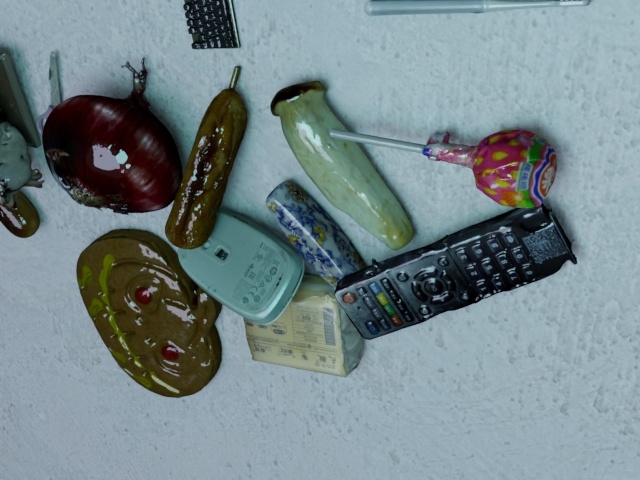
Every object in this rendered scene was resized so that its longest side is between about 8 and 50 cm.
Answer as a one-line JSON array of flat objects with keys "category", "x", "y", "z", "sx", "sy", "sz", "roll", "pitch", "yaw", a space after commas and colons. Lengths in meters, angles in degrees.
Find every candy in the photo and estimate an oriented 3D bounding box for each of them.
[{"category": "candy", "x": 0.183, "y": -0.135, "z": 1.490, "sx": 0.365, "sy": 0.124, "sz": 0.124, "roll": 12, "pitch": 123, "yaw": 21}]

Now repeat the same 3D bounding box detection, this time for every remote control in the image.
[{"category": "remote control", "x": 0.213, "y": 0.048, "z": 1.583, "sx": 0.398, "sy": 0.062, "sz": 0.145, "roll": -22, "pitch": 116, "yaw": 25}]

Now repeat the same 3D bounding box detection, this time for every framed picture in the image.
[{"category": "framed picture", "x": -0.713, "y": -0.300, "z": 1.950, "sx": 0.289, "sy": 0.016, "sz": 0.213, "roll": 11, "pitch": 132, "yaw": 26}]

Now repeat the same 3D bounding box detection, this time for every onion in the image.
[{"category": "onion", "x": -0.363, "y": -0.180, "z": 1.752, "sx": 0.273, "sy": 0.285, "sz": 0.273, "roll": 23, "pitch": 164, "yaw": 7}]

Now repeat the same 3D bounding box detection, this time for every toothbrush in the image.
[{"category": "toothbrush", "x": 0.222, "y": -0.348, "z": 1.405, "sx": 0.342, "sy": 0.025, "sz": 0.030, "roll": 3, "pitch": 113, "yaw": 28}]

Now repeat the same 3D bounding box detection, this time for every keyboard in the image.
[{"category": "keyboard", "x": -0.206, "y": -0.467, "z": 1.580, "sx": 0.106, "sy": 0.027, "sz": 0.317, "roll": 5, "pitch": 120, "yaw": 27}]

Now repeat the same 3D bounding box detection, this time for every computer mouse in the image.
[{"category": "computer mouse", "x": -0.145, "y": 0.044, "z": 1.765, "sx": 0.288, "sy": 0.097, "sz": 0.159, "roll": 30, "pitch": 88, "yaw": 31}]

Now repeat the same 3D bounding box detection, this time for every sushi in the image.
[{"category": "sushi", "x": -0.679, "y": -0.217, "z": 1.893, "sx": 0.130, "sy": 0.124, "sz": 0.332, "roll": -3, "pitch": 123, "yaw": 45}]

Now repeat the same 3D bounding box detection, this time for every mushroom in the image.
[{"category": "mushroom", "x": 0.034, "y": -0.120, "z": 1.615, "sx": 0.107, "sy": 0.087, "sz": 0.333, "roll": -25, "pitch": 105, "yaw": 37}]

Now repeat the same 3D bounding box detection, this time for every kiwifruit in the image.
[{"category": "kiwifruit", "x": -0.653, "y": -0.061, "z": 2.052, "sx": 0.124, "sy": 0.075, "sz": 0.075, "roll": 50, "pitch": 130, "yaw": -2}]

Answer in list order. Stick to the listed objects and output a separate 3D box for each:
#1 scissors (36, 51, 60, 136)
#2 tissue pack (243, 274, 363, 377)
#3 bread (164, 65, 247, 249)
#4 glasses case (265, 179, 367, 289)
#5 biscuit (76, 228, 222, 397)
[{"category": "scissors", "x": -0.520, "y": -0.271, "z": 1.877, "sx": 0.110, "sy": 0.021, "sz": 0.212, "roll": 22, "pitch": 130, "yaw": 18}, {"category": "tissue pack", "x": -0.034, "y": 0.155, "z": 1.815, "sx": 0.222, "sy": 0.090, "sz": 0.186, "roll": 4, "pitch": 117, "yaw": 26}, {"category": "bread", "x": -0.192, "y": -0.140, "z": 1.689, "sx": 0.084, "sy": 0.124, "sz": 0.344, "roll": 19, "pitch": 105, "yaw": -9}, {"category": "glasses case", "x": 0.000, "y": 0.000, "z": 1.704, "sx": 0.248, "sy": 0.087, "sz": 0.065, "roll": 48, "pitch": 125, "yaw": -7}, {"category": "biscuit", "x": -0.353, "y": 0.159, "z": 2.012, "sx": 0.350, "sy": 0.070, "sz": 0.394, "roll": -17, "pitch": 108, "yaw": 36}]
